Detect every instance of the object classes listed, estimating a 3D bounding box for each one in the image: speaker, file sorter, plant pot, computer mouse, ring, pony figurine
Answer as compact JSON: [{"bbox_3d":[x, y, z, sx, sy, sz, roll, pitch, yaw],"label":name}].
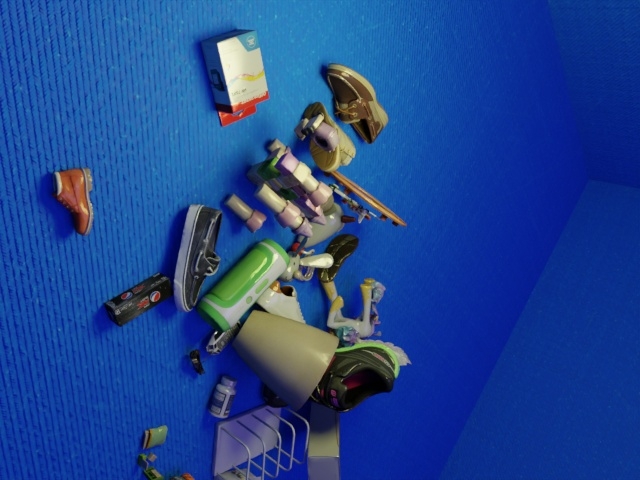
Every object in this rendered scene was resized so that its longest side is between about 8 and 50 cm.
[{"bbox_3d":[-0.226,0.131,1.688,0.296,0.131,0.131,-47,134,-24],"label":"speaker"},{"bbox_3d":[-0.197,0.692,1.909,0.277,0.173,0.193,-8,110,-45],"label":"file sorter"},{"bbox_3d":[-0.123,0.337,1.748,0.256,0.274,0.256,-57,180,0],"label":"plant pot"},{"bbox_3d":[-0.319,0.311,1.722,0.193,0.042,0.106,-46,146,-26],"label":"computer mouse"},{"bbox_3d":[0.136,-0.139,1.833,0.336,0.336,0.032,24,105,-49],"label":"ring"},{"bbox_3d":[0.139,0.328,2.091,0.351,0.303,0.363,0,100,-27],"label":"pony figurine"}]

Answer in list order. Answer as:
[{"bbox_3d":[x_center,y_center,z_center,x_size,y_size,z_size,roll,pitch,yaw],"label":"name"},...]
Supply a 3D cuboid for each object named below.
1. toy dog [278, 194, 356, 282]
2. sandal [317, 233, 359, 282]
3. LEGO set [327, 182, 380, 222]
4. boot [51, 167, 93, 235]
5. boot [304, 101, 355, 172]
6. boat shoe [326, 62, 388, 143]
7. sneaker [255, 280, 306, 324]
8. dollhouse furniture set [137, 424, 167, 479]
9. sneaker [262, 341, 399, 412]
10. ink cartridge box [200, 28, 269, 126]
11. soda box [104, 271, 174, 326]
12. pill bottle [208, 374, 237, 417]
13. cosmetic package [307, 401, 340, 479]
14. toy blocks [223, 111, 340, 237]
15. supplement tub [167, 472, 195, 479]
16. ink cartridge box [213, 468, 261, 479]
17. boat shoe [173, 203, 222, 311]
[{"bbox_3d":[0.000,0.000,1.847,0.220,0.161,0.334,19,91,-54],"label":"toy dog"},{"bbox_3d":[0.059,0.065,2.010,0.219,0.090,0.060,-60,168,-25],"label":"sandal"},{"bbox_3d":[0.091,-0.117,1.845,0.060,0.182,0.244,-56,162,4],"label":"LEGO set"},{"bbox_3d":[-0.566,-0.085,1.290,0.084,0.059,0.158,-10,104,-42],"label":"boot"},{"bbox_3d":[0.043,-0.281,1.764,0.095,0.262,0.203,-28,144,17],"label":"boot"},{"bbox_3d":[0.109,-0.433,1.842,0.123,0.123,0.342,-63,145,-10],"label":"boat shoe"},{"bbox_3d":[-0.095,0.229,1.886,0.123,0.106,0.290,-54,136,-14],"label":"sneaker"},{"bbox_3d":[-0.481,0.625,1.657,0.076,0.058,0.152,5,102,-49],"label":"dollhouse furniture set"},{"bbox_3d":[0.025,0.472,1.905,0.202,0.482,0.185,-85,157,-65],"label":"sneaker"},{"bbox_3d":[-0.219,-0.427,1.512,0.134,0.078,0.231,-34,128,-34],"label":"ink cartridge box"},{"bbox_3d":[-0.471,0.153,1.484,0.169,0.053,0.060,-33,128,-35],"label":"soda box"},{"bbox_3d":[-0.305,0.491,1.791,0.067,0.067,0.120,17,92,-49],"label":"pill bottle"},{"bbox_3d":[0.016,0.724,2.066,0.309,0.113,0.160,-88,176,-63],"label":"cosmetic package"},{"bbox_3d":[-0.054,-0.139,1.608,0.260,0.288,0.309,42,69,-21],"label":"toy blocks"},{"bbox_3d":[-0.462,0.791,1.701,0.190,0.117,0.117,-24,122,-40],"label":"supplement tub"},{"bbox_3d":[-0.292,0.851,1.952,0.181,0.061,0.104,18,92,-49],"label":"ink cartridge box"},{"bbox_3d":[-0.325,0.056,1.548,0.108,0.102,0.301,-26,127,-82],"label":"boat shoe"}]
